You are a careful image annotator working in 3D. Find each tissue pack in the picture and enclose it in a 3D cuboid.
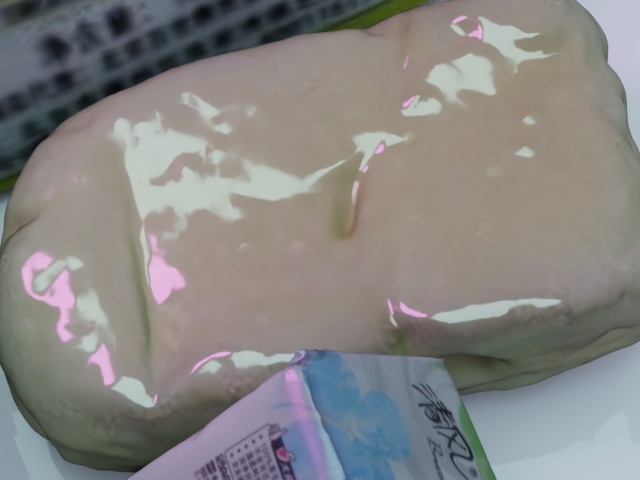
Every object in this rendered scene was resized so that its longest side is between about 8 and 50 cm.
[{"bbox_3d":[0.026,0.173,0.662,0.159,0.145,0.229,-38,64,35],"label":"tissue pack"}]

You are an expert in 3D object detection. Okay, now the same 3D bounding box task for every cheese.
[{"bbox_3d":[0.000,0.001,0.750,0.263,0.093,0.159,-13,60,-2],"label":"cheese"}]

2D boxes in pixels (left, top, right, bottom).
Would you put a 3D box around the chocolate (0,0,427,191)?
[{"bbox_3d":[-0.123,-0.195,0.810,0.301,0.137,0.288,-26,70,-6],"label":"chocolate"}]
